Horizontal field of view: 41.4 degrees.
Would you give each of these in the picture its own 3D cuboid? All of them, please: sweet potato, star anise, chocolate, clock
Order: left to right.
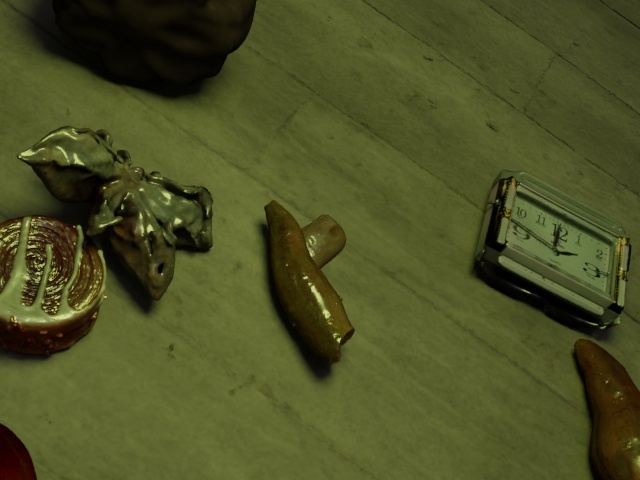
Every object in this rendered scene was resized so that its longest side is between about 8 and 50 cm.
[{"bbox_3d":[-0.235,-0.054,1.043,0.257,0.110,0.198,45,23,-18],"label":"star anise"},{"bbox_3d":[-0.024,0.057,1.118,0.077,0.077,0.244,-11,58,-31],"label":"sweet potato"},{"bbox_3d":[0.000,0.000,1.192,0.064,0.031,0.100,48,51,7],"label":"chocolate"},{"bbox_3d":[0.358,0.014,1.316,0.253,0.083,0.186,28,50,-6],"label":"clock"},{"bbox_3d":[0.421,0.287,1.144,0.112,0.112,0.359,16,35,-15],"label":"sweet potato"}]

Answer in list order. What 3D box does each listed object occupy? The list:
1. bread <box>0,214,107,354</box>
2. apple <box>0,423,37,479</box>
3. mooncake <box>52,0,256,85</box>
[{"bbox_3d":[-0.325,0.050,0.976,0.160,0.073,0.161,13,53,-18],"label":"bread"},{"bbox_3d":[-0.333,0.254,0.787,0.147,0.156,0.158,-23,98,-34],"label":"apple"},{"bbox_3d":[-0.230,-0.331,1.152,0.283,0.283,0.141,21,53,-11],"label":"mooncake"}]
